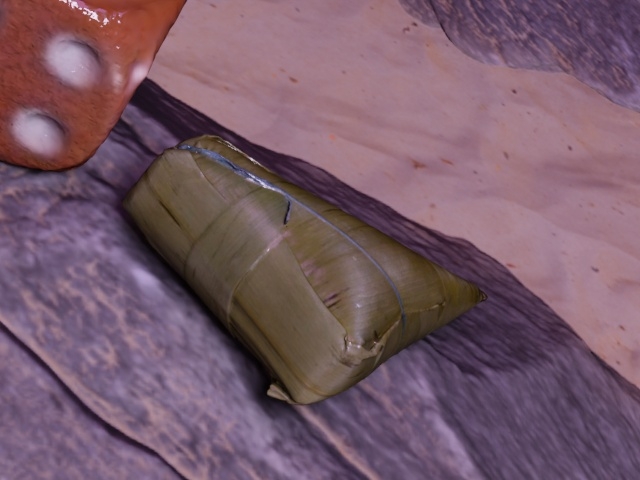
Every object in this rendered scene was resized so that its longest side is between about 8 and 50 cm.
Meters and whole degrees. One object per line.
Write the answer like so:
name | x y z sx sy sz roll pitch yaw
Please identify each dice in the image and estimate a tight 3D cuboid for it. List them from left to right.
dice | -0.204 -0.168 0.991 0.174 0.179 0.175 26 40 -11

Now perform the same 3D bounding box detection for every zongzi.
zongzi | 0.000 0.000 1.034 0.228 0.115 0.256 47 38 16
